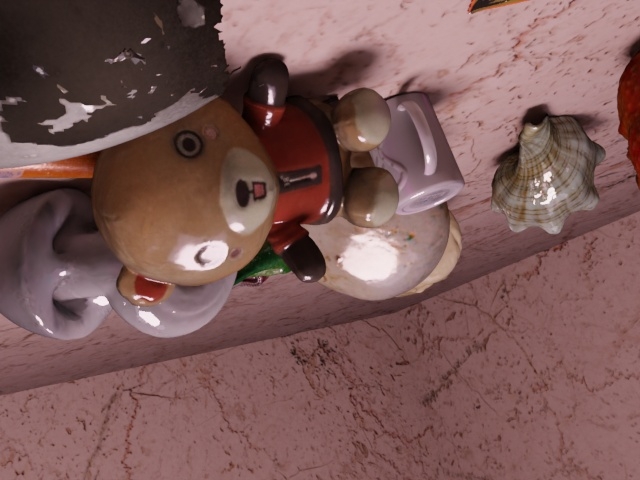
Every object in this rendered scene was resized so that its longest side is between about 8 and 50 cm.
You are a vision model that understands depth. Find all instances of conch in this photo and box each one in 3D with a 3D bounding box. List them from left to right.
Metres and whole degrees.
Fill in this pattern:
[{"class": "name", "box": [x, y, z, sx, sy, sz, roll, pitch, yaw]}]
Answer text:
[{"class": "conch", "box": [0.399, -0.107, 1.351, 0.203, 0.169, 0.386, -42, 171, -4]}]

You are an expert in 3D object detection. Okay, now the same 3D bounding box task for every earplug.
[{"class": "earplug", "box": [-0.256, 0.021, 0.991, 0.326, 0.214, 0.175, -6, -176, -22]}]

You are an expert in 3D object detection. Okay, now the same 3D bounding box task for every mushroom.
[{"class": "mushroom", "box": [0.066, -0.042, 1.168, 0.244, 0.243, 0.243, -16, 168, -3]}]

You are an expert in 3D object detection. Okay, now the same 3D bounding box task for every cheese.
[{"class": "cheese", "box": [0.153, 0.020, 1.584, 0.248, 0.173, 0.251, -22, 162, 31]}]

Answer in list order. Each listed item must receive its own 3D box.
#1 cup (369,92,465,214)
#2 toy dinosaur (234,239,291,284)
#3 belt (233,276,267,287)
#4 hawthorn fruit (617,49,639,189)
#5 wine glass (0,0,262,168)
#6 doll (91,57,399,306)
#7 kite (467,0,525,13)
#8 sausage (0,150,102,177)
[{"class": "cup", "box": [0.109, -0.112, 0.994, 0.099, 0.133, 0.136, -25, 166, 21]}, {"class": "toy dinosaur", "box": [0.000, 0.000, 1.272, 0.301, 0.087, 0.447, -1, -159, 9]}, {"class": "belt", "box": [-0.209, 0.086, 1.645, 0.232, 0.071, 0.053, -20, 175, 31]}, {"class": "hawthorn fruit", "box": [0.556, -0.156, 1.007, 0.330, 0.287, 0.287, -17, 170, 38]}, {"class": "wine glass", "box": [-0.224, -0.112, 0.436, 0.357, 0.190, 0.190, -16, 168, 13]}, {"class": "doll", "box": [-0.079, -0.071, 0.824, 0.330, 0.235, 0.174, -17, -155, -34]}, {"class": "kite", "box": [0.269, -0.285, 0.710, 0.328, 0.013, 0.378, -25, 167, 37]}, {"class": "sausage", "box": [-0.249, -0.090, 0.807, 0.348, 0.053, 0.053, -5, 163, -43]}]
